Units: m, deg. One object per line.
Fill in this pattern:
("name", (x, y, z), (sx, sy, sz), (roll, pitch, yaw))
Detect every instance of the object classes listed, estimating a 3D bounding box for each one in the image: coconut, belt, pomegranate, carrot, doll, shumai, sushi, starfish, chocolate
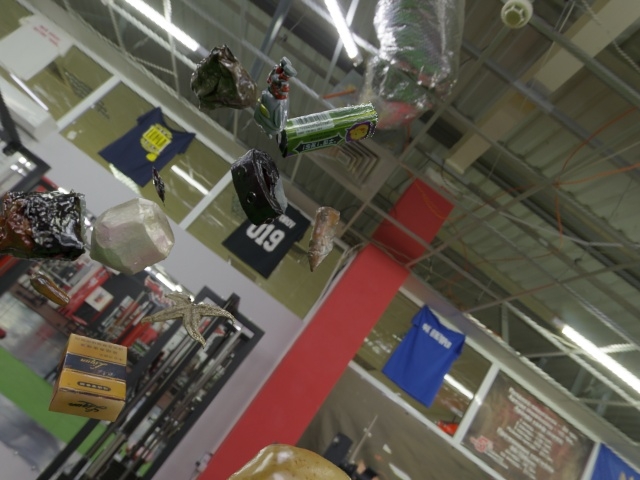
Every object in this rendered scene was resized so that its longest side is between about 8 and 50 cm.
("coconut", (-0.294, -0.002, 0.698), (0.110, 0.124, 0.110), (157, -90, -85))
("belt", (-0.240, -0.193, 1.730), (0.184, 0.164, 0.289), (17, 50, -59))
("pomegranate", (-0.073, 0.654, 1.023), (0.410, 0.410, 0.410), (32, -22, 14))
("carrot", (0.000, 0.000, 1.677), (0.101, 0.263, 0.102), (13, -30, 8))
("doll", (-0.089, -0.277, 0.903), (0.094, 0.079, 0.180), (61, -35, 29))
("shumai", (-0.298, -0.451, 1.348), (0.184, 0.185, 0.218), (50, 5, -13))
("sushi", (-0.704, -0.045, 1.135), (0.181, 0.197, 0.343), (13, -7, -41))
("starfish", (-0.381, 0.225, 1.322), (0.247, 0.138, 0.050), (16, -43, 12))
("chocolate", (-0.654, -0.222, 1.829), (0.182, 0.028, 0.086), (55, -35, 31))
("carrot", (-0.961, 0.180, 1.617), (0.060, 0.060, 0.186), (24, -31, 31))

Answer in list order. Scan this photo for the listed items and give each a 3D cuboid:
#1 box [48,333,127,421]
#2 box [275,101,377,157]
("box", (-0.578, 0.342, 1.147), (0.152, 0.070, 0.237), (25, 9, -28))
("box", (0.019, -0.383, 1.565), (0.134, 0.345, 0.097), (104, -36, -60))
